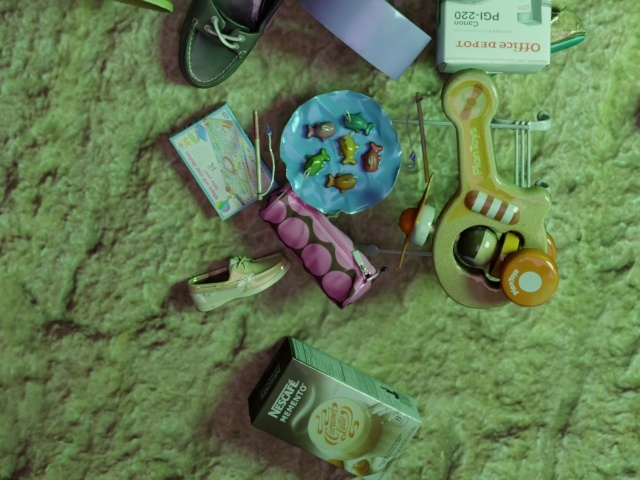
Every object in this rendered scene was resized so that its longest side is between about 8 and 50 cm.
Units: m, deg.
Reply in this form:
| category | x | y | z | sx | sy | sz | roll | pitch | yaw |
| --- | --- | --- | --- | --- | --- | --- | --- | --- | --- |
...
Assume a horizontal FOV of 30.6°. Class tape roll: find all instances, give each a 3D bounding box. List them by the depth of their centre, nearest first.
| category | x | y | z | sx | sy | sz | roll | pitch | yaw |
| --- | --- | --- | --- | --- | --- | --- | --- | --- | --- |
| tape roll | 0.061 | -0.316 | 1.665 | 0.189 | 0.189 | 0.080 | 36 | 101 | -16 |

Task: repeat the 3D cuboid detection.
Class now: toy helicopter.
| category | x | y | z | sx | sy | sz | roll | pitch | yaw |
| --- | --- | --- | --- | --- | --- | --- | --- | --- | --- |
| toy helicopter | 0.212 | -0.069 | 1.684 | 0.235 | 0.140 | 0.355 | -5 | 108 | 12 |

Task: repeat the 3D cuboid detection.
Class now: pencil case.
| category | x | y | z | sx | sy | sz | roll | pitch | yaw |
| --- | --- | --- | --- | --- | --- | --- | --- | --- | --- |
| pencil case | 0.000 | 0.000 | 1.785 | 0.095 | 0.098 | 0.209 | -42 | 86 | -20 |

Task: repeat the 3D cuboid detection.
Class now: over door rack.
| category | x | y | z | sx | sy | sz | roll | pitch | yaw |
| --- | --- | --- | --- | --- | --- | --- | --- | --- | --- |
| over door rack | 0.192 | -0.086 | 1.813 | 0.324 | 0.108 | 0.240 | 0 | 109 | 9 |

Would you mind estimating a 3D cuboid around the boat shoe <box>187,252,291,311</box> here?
| category | x | y | z | sx | sy | sz | roll | pitch | yaw |
| --- | --- | --- | --- | --- | --- | --- | --- | --- | --- |
| boat shoe | -0.131 | 0.055 | 1.841 | 0.170 | 0.063 | 0.059 | -25 | 115 | 4 |

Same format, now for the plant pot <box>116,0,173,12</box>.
| category | x | y | z | sx | sy | sz | roll | pitch | yaw |
| --- | --- | --- | --- | --- | --- | --- | --- | --- | --- |
| plant pot | -0.299 | -0.465 | 1.559 | 0.276 | 0.276 | 0.254 | 15 | 96 | -11 |

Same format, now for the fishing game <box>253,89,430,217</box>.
| category | x | y | z | sx | sy | sz | roll | pitch | yaw |
| --- | --- | --- | --- | --- | --- | --- | --- | --- | --- |
| fishing game | 0.028 | -0.128 | 1.728 | 0.264 | 0.041 | 0.189 | -2 | 91 | 4 |

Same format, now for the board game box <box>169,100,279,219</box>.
| category | x | y | z | sx | sy | sz | roll | pitch | yaw |
| --- | --- | --- | --- | --- | --- | --- | --- | --- | --- |
| board game box | -0.147 | -0.122 | 1.797 | 0.103 | 0.026 | 0.154 | -30 | 109 | 5 |

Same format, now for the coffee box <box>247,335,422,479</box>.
| category | x | y | z | sx | sy | sz | roll | pitch | yaw |
| --- | --- | --- | --- | --- | --- | --- | --- | --- | --- |
| coffee box | 0.021 | 0.280 | 1.915 | 0.246 | 0.098 | 0.141 | 27 | 104 | -14 |

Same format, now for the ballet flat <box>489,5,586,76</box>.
| category | x | y | z | sx | sy | sz | roll | pitch | yaw |
| --- | --- | --- | --- | --- | --- | --- | --- | --- | --- |
| ballet flat | 0.297 | -0.299 | 1.770 | 0.206 | 0.073 | 0.067 | -20 | 82 | -1 |

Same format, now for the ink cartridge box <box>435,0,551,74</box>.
| category | x | y | z | sx | sy | sz | roll | pitch | yaw |
| --- | --- | --- | --- | --- | --- | --- | --- | --- | --- |
| ink cartridge box | 0.249 | -0.354 | 1.686 | 0.158 | 0.092 | 0.218 | 1 | 92 | -1 |

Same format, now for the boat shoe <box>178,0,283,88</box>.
| category | x | y | z | sx | sy | sz | roll | pitch | yaw |
| --- | --- | --- | --- | --- | --- | --- | --- | --- | --- |
| boat shoe | -0.107 | -0.362 | 1.682 | 0.112 | 0.095 | 0.335 | 30 | 103 | -15 |
